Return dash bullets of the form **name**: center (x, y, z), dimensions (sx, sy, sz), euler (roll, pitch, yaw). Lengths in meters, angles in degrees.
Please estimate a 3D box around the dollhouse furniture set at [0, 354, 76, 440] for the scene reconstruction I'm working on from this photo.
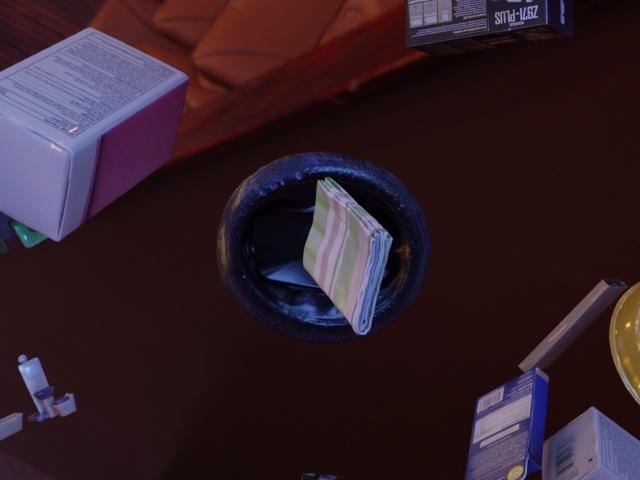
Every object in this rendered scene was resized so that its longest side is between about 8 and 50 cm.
- **dollhouse furniture set**: center (-0.365, 0.188, 1.285), dimensions (0.114, 0.081, 0.091), euler (-26, 7, -33)

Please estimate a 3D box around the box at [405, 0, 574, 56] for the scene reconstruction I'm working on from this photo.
- **box**: center (0.192, -0.300, 1.251), dimensions (0.077, 0.180, 0.147), euler (2, -95, -55)

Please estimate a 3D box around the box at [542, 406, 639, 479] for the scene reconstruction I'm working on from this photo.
- **box**: center (0.506, 0.421, 1.724), dimensions (0.121, 0.311, 0.148), euler (-45, 14, 30)

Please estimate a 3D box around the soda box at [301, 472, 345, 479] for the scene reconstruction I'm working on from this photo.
- **soda box**: center (-0.005, 0.388, 1.397), dimensions (0.053, 0.060, 0.169), euler (-143, 62, -70)

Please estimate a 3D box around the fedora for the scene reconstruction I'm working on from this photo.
- **fedora**: center (0.000, 0.000, 1.721), dimensions (0.334, 0.334, 0.152), euler (-61, 14, 9)

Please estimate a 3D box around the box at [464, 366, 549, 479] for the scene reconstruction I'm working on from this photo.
- **box**: center (0.292, 0.316, 1.710), dimensions (0.136, 0.036, 0.225), euler (-36, 22, 37)

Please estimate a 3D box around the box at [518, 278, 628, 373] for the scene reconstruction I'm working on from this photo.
- **box**: center (0.424, 0.142, 1.819), dimensions (0.201, 0.021, 0.164), euler (-49, -20, 16)

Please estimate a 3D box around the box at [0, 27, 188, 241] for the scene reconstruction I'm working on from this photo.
- **box**: center (-0.278, -0.127, 1.234), dimensions (0.232, 0.148, 0.127), euler (-46, -20, -51)

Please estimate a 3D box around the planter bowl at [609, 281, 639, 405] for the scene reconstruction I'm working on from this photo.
- **planter bowl**: center (0.423, 0.103, 1.139), dimensions (0.217, 0.217, 0.090), euler (-60, -7, -37)

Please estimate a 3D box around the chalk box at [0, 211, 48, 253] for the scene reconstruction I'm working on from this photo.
- **chalk box**: center (-0.451, -0.082, 1.594), dimensions (0.132, 0.213, 0.132), euler (-31, -31, -16)

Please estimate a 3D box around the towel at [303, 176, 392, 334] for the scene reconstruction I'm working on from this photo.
- **towel**: center (0.020, 0.013, 1.101), dimensions (0.152, 0.023, 0.113), euler (46, 129, 55)
